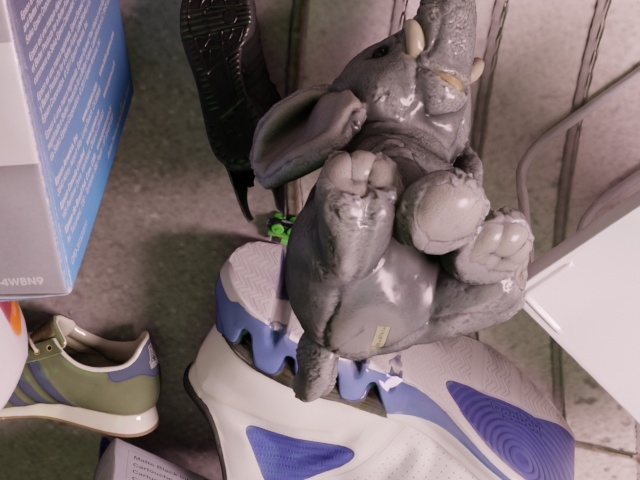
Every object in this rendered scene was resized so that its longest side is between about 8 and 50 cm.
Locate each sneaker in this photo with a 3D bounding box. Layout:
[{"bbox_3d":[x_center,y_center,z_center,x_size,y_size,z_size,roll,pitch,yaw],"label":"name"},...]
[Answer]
[{"bbox_3d":[-0.054,-0.099,1.087,0.051,0.089,0.170,-9,85,10],"label":"sneaker"},{"bbox_3d":[0.027,0.145,1.218,0.315,0.127,0.182,31,124,-8],"label":"sneaker"},{"bbox_3d":[-0.214,0.091,1.230,0.192,0.064,0.086,9,116,-2],"label":"sneaker"}]

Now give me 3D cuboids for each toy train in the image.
[{"bbox_3d":[0.000,0.000,1.176,0.083,0.017,0.023,13,134,-5],"label":"toy train"}]

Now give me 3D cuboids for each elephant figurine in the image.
[{"bbox_3d":[0.045,-0.054,1.018,0.186,0.239,0.169,-13,137,3],"label":"elephant figurine"}]

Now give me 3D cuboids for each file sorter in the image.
[{"bbox_3d":[0.286,0.024,1.076,0.193,0.173,0.278,-36,114,24],"label":"file sorter"}]

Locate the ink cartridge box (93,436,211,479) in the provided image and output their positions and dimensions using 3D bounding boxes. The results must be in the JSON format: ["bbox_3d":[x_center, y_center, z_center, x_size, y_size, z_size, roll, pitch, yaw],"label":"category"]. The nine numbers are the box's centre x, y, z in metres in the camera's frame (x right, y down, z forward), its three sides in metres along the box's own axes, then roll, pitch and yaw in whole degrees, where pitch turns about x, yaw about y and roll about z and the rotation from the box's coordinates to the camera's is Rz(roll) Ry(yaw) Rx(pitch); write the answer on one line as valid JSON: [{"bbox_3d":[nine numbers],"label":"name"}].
[{"bbox_3d":[-0.069,0.231,1.221,0.223,0.224,0.045,27,106,-14],"label":"ink cartridge box"}]

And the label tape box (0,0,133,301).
[{"bbox_3d":[-0.202,-0.174,0.935,0.115,0.249,0.347,-4,123,6],"label":"label tape box"}]

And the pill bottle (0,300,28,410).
[{"bbox_3d":[-0.357,-0.036,1.028,0.224,0.224,0.392,-9,130,10],"label":"pill bottle"}]
